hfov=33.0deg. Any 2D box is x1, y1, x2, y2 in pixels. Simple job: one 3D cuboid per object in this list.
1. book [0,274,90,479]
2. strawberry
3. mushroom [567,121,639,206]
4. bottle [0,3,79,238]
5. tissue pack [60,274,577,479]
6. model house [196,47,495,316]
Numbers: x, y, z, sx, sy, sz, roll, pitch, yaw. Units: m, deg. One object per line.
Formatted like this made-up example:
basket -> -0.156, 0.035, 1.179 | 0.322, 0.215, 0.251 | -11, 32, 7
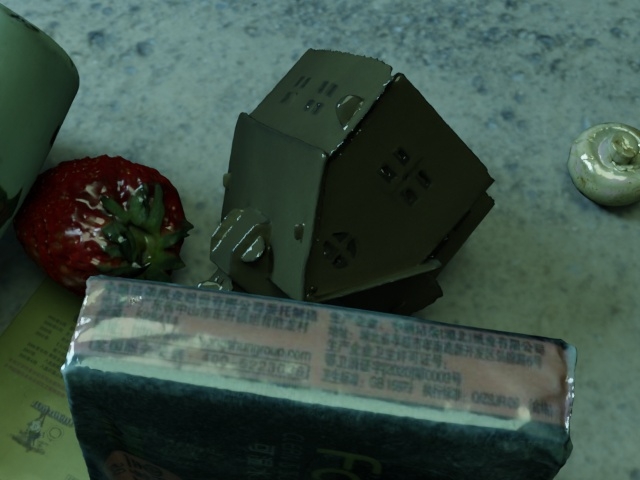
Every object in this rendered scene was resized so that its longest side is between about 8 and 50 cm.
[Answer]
book -> -0.205, 0.131, 0.878 | 0.168, 0.013, 0.192 | 25, 60, 13
strawberry -> -0.192, -0.011, 0.916 | 0.148, 0.131, 0.131 | 0, 51, 37
mushroom -> 0.270, -0.072, 0.991 | 0.084, 0.067, 0.083 | 4, 61, -7
bottle -> -0.355, -0.024, 0.822 | 0.229, 0.229, 0.351 | 21, 76, 11
tissue pack -> -0.007, 0.127, 0.754 | 0.316, 0.228, 0.103 | 8, 58, 0
model house -> 0.000, 0.000, 0.880 | 0.243, 0.204, 0.211 | -49, 25, -4
